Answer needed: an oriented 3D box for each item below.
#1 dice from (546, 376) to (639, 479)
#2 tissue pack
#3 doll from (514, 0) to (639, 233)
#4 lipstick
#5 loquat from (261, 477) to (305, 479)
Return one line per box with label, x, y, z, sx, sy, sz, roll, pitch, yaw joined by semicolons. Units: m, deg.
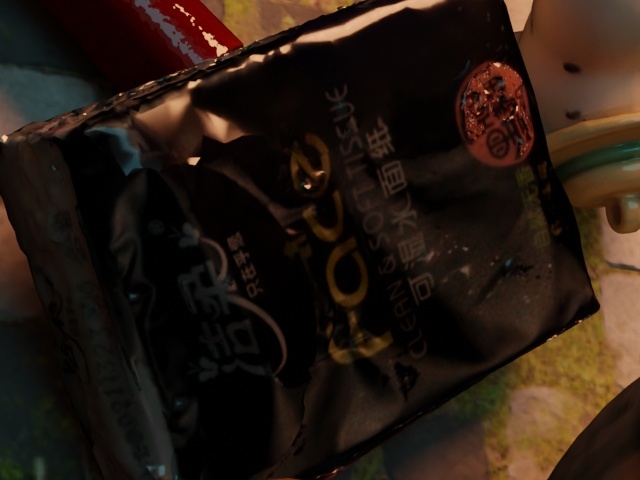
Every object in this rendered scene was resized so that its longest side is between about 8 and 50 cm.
dice;0.268;0.269;0.969;0.348;0.328;0.330;32;57;-8
tissue pack;0.000;0.000;1.065;0.332;0.123;0.245;-25;101;-34
doll;0.162;-0.153;1.239;0.144;0.208;0.271;-7;34;-17
lipstick;-0.149;-0.174;1.125;0.241;0.080;0.080;48;56;0
loquat;-0.014;0.232;0.909;0.235;0.235;0.235;10;63;-21
